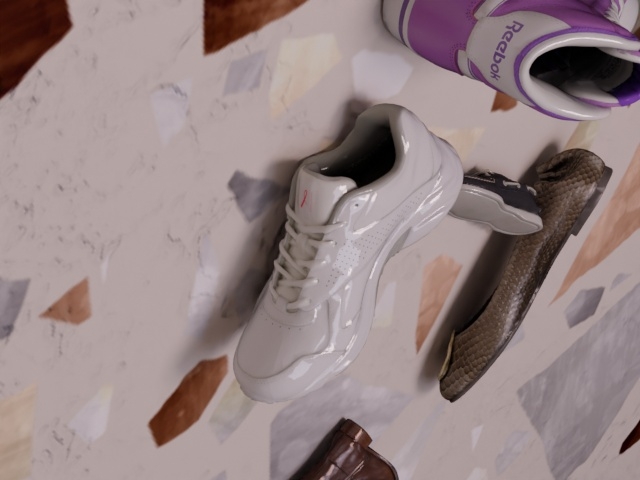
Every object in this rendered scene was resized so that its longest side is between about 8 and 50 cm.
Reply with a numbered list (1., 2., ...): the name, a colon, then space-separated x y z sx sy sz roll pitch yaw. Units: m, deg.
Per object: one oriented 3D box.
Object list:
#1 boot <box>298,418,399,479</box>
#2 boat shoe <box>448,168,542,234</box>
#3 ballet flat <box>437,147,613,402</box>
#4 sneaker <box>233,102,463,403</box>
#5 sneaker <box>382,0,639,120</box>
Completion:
1. boot: 0.008 0.217 1.375 0.114 0.037 0.106 -50 136 -14
2. boat shoe: 0.136 -0.036 1.309 0.125 0.046 0.038 17 62 -45
3. ballet flat: 0.162 0.028 1.398 0.250 0.058 0.084 -59 -179 18
4. sneaker: 0.000 0.000 1.127 0.232 0.090 0.115 -59 143 -12
5. sneaker: 0.182 -0.135 1.163 0.282 0.161 0.102 -12 128 -50
